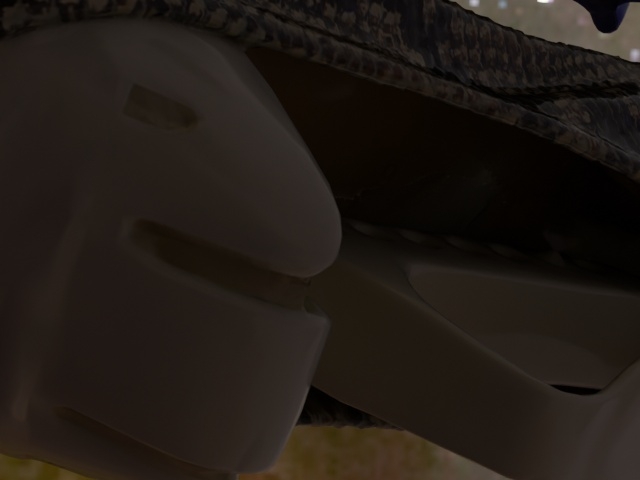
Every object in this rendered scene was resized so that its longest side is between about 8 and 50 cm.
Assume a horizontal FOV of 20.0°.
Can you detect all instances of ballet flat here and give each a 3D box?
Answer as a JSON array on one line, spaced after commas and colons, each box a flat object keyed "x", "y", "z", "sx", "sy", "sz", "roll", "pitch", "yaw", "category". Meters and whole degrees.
[{"x": 0.000, "y": 0.000, "z": 0.510, "sx": 0.182, "sy": 0.482, "sz": 0.164, "roll": 50, "pitch": -61, "yaw": 39, "category": "ballet flat"}]

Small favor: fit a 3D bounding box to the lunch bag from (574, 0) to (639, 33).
[{"x": 0.132, "y": -0.242, "z": 0.921, "sx": 0.138, "sy": 0.221, "sz": 0.293, "roll": -56, "pitch": 143, "yaw": -44, "category": "lunch bag"}]
